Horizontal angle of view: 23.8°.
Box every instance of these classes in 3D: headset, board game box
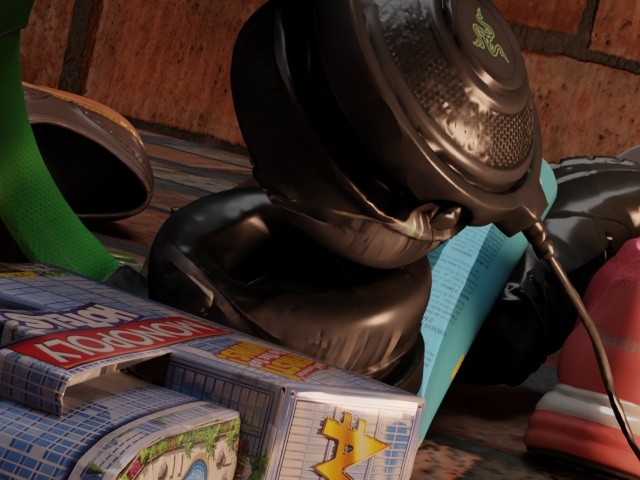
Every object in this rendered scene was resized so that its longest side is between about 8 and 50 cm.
[{"bbox_3d":[0.000,0.000,0.621,0.394,0.243,0.185,32,33,7],"label":"headset"},{"bbox_3d":[-0.072,0.060,0.538,0.194,0.060,0.194,15,5,20],"label":"board game box"}]

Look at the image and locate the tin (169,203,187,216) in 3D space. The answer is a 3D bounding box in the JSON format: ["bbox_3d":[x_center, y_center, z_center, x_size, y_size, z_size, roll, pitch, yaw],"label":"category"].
[{"bbox_3d":[-0.060,0.006,1.249,0.106,0.040,0.189,15,5,-30],"label":"tin"}]

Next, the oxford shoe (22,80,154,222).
[{"bbox_3d":[-0.305,-0.095,1.236,0.363,0.130,0.133,11,12,-21],"label":"oxford shoe"}]

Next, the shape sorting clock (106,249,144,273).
[{"bbox_3d":[-0.197,0.001,0.938,0.206,0.040,0.206,14,6,-1],"label":"shape sorting clock"}]

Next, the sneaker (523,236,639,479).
[{"bbox_3d":[0.214,0.058,0.858,0.116,0.136,0.314,16,5,22],"label":"sneaker"}]

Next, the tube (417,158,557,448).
[{"bbox_3d":[0.061,0.026,0.797,0.080,0.052,0.207,12,44,30],"label":"tube"}]

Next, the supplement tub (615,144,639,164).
[{"bbox_3d":[0.346,0.029,1.188,0.272,0.191,0.191,10,6,-34],"label":"supplement tub"}]

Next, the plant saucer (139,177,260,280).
[{"bbox_3d":[-0.025,-0.007,0.848,0.198,0.036,0.198,-25,15,7],"label":"plant saucer"}]

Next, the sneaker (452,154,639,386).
[{"bbox_3d":[0.115,0.032,0.903,0.286,0.109,0.130,-17,28,-17],"label":"sneaker"}]
